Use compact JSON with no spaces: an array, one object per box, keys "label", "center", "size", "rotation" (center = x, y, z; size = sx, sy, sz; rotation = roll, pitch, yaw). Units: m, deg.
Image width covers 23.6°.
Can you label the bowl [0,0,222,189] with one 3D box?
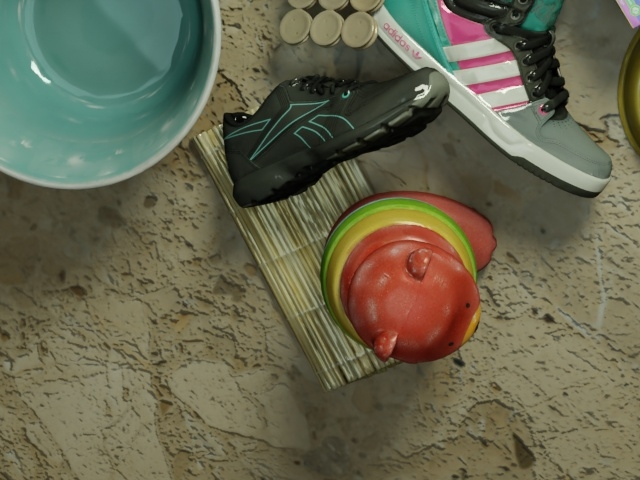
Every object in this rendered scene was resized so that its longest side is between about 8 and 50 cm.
[{"label":"bowl","center":[-0.233,-0.218,1.529],"size":[0.311,0.163,0.311],"rotation":[2,103,9]}]

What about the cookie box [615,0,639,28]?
[{"label":"cookie box","center":[0.291,-0.253,1.463],"size":[0.040,0.107,0.092],"rotation":[-30,95,14]}]

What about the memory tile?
[{"label":"memory tile","center":[0.018,-0.261,1.513],"size":[0.113,0.012,0.148],"rotation":[6,81,32]}]

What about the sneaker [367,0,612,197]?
[{"label":"sneaker","center":[0.207,-0.193,1.488],"size":[0.295,0.124,0.178],"rotation":[40,115,0]}]

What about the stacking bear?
[{"label":"stacking bear","center":[0.081,0.042,1.450],"size":[0.164,0.289,0.175],"rotation":[28,96,-3]}]

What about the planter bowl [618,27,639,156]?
[{"label":"planter bowl","center":[0.399,-0.140,1.479],"size":[0.217,0.090,0.217],"rotation":[2,102,9]}]

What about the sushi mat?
[{"label":"sushi mat","center":[0.000,0.000,1.612],"size":[0.151,0.019,0.316],"rotation":[-26,97,13]}]

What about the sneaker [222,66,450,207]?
[{"label":"sneaker","center":[0.003,-0.121,1.503],"size":[0.267,0.101,0.106],"rotation":[-24,82,32]}]
